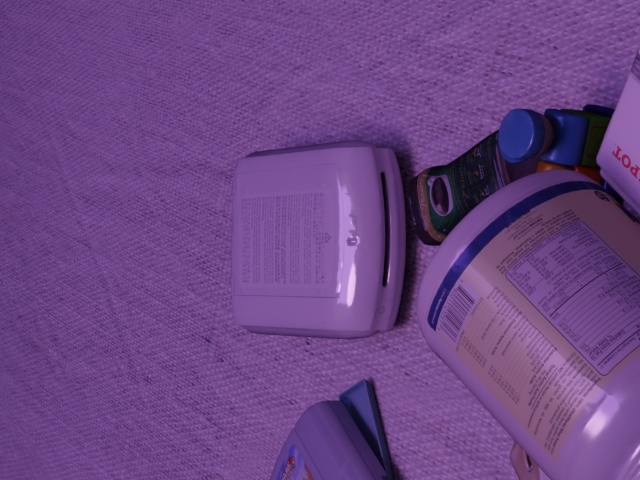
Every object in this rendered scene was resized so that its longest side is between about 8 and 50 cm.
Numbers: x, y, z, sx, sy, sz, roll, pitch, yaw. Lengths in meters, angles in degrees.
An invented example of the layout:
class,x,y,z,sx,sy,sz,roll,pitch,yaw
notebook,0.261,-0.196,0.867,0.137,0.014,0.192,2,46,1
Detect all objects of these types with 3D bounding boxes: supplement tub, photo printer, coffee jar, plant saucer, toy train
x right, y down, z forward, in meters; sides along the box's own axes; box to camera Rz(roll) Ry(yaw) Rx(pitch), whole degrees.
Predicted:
class,x,y,z,sx,sy,sz,roll,pitch,yaw
supplement tub,0.270,0.112,1.527,0.325,0.235,0.235,48,128,33
photo printer,0.000,0.000,2.112,0.307,0.107,0.256,-3,86,56
coffee jar,0.178,-0.058,1.867,0.184,0.079,0.096,-27,70,52
plant saucer,0.066,0.278,2.079,0.067,0.018,0.192,-40,57,49
toy train,0.242,-0.022,1.709,0.105,0.143,0.248,27,111,55

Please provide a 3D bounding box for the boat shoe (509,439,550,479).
class,x,y,z,sx,sy,sz,roll,pitch,yaw
boat shoe,0.264,0.236,1.704,0.103,0.113,0.302,-31,52,54

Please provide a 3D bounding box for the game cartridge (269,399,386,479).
class,x,y,z,sx,sy,sz,roll,pitch,yaw
game cartridge,-0.006,0.368,2.135,0.198,0.062,0.297,52,134,42

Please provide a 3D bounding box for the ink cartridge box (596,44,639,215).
class,x,y,z,sx,sy,sz,roll,pitch,yaw
ink cartridge box,0.390,-0.133,1.481,0.207,0.117,0.283,54,140,43
